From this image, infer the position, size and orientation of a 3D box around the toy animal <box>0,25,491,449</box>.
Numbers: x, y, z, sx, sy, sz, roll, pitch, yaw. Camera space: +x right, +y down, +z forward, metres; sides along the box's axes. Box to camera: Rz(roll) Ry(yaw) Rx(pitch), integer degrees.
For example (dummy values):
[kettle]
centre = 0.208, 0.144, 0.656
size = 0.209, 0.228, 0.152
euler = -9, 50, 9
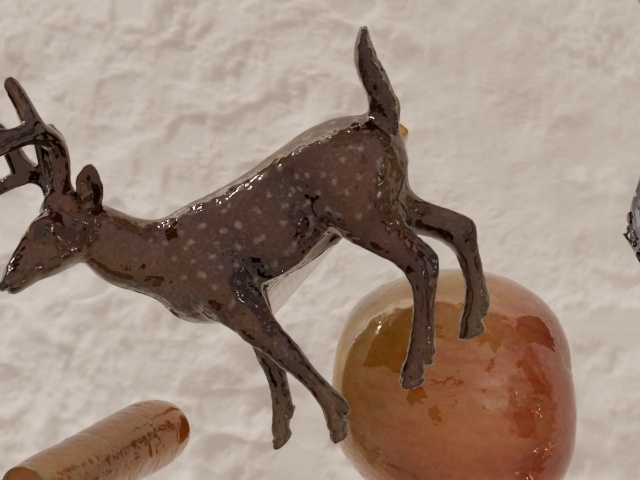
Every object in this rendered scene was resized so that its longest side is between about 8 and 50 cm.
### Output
[toy animal]
centre = -0.055, -0.007, 0.524
size = 0.244, 0.087, 0.260
euler = -34, 97, -4

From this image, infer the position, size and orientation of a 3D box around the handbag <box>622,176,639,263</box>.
[handbag]
centre = 0.474, -0.049, 1.241
size = 0.113, 0.162, 0.260
euler = -2, 130, -4

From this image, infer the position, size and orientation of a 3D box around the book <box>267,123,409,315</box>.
[book]
centre = 0.000, 0.000, 1.148
size = 0.020, 0.208, 0.295
euler = 40, 82, 7

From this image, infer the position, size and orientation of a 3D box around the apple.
[apple]
centre = 0.178, 0.211, 1.354
size = 0.364, 0.364, 0.363
euler = 1, 94, 19

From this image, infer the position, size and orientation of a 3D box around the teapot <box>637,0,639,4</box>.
[teapot]
centre = 0.403, -0.300, 0.952
size = 0.193, 0.294, 0.129
euler = -18, 107, 21

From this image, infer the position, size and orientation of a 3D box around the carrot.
[carrot]
centre = -0.177, 0.183, 0.810
size = 0.067, 0.225, 0.067
euler = 2, 96, 20
